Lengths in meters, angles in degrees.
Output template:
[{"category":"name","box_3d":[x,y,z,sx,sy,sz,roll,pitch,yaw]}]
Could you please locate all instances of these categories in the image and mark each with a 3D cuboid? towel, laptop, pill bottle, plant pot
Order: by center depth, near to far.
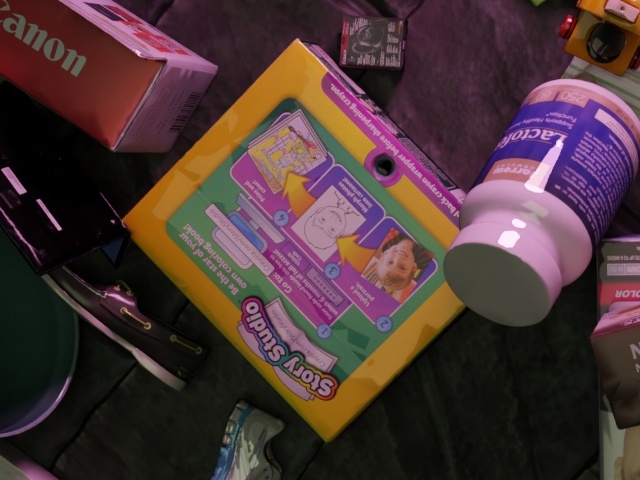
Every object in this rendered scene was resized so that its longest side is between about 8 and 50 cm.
[{"category":"pill bottle","box_3d":[0.243,-0.041,1.790,0.153,0.153,0.264,26,54,10]},{"category":"towel","box_3d":[0.335,-0.175,1.899,0.113,0.023,0.152,29,96,8]},{"category":"laptop","box_3d":[-0.346,-0.055,1.914,0.136,0.264,0.234,-42,83,33]},{"category":"plant pot","box_3d":[-0.467,0.110,1.978,0.196,0.293,0.293,-19,88,39]}]

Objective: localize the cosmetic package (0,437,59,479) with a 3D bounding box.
[{"category":"cosmetic package","box_3d":[-0.398,0.316,2.064,0.239,0.060,0.099,36,98,9]}]

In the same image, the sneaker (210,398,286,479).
[{"category":"sneaker","box_3d":[-0.092,0.294,1.992,0.083,0.071,0.190,18,97,5]}]

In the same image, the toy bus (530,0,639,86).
[{"category":"toy bus","box_3d":[0.334,-0.261,1.822,0.191,0.104,0.202,-21,95,8]}]

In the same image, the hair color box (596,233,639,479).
[{"category":"hair color box","box_3d":[0.409,0.181,1.850,0.185,0.113,0.374,-1,93,13]}]

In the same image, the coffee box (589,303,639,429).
[{"category":"coffee box","box_3d":[0.361,0.113,1.673,0.141,0.246,0.098,-17,89,12]}]

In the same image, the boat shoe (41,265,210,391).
[{"category":"boat shoe","box_3d":[-0.238,0.090,1.993,0.228,0.081,0.068,39,88,-12]}]

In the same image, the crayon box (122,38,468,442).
[{"category":"crayon box","box_3d":[0.000,0.000,1.937,0.313,0.106,0.363,-45,83,12]}]

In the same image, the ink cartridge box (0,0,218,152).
[{"category":"ink cartridge box","box_3d":[-0.310,-0.235,1.909,0.309,0.272,0.130,33,99,10]}]

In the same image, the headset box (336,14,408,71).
[{"category":"headset box","box_3d":[0.060,-0.234,1.949,0.083,0.032,0.062,4,93,13]}]
